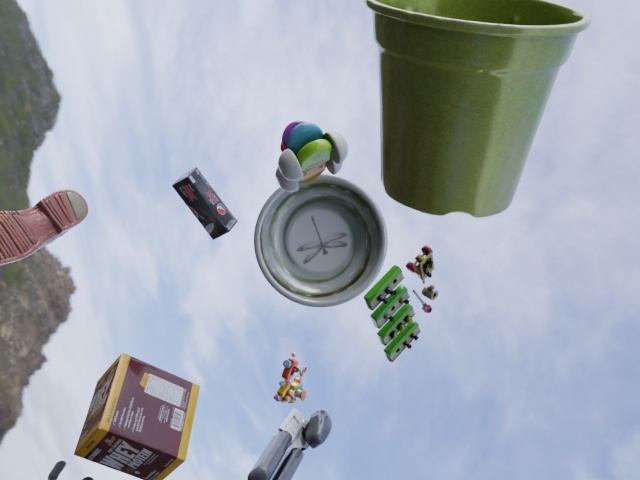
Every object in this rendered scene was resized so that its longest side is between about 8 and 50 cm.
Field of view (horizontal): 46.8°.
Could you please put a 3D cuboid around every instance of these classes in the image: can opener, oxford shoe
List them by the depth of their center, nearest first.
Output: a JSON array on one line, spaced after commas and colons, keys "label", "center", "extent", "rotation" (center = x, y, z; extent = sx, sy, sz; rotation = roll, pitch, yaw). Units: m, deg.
[{"label": "can opener", "center": [-0.048, 0.385, 1.384], "extent": [0.095, 0.283, 0.076], "rotation": [-34, -89, 16]}, {"label": "oxford shoe", "center": [-0.805, -0.006, 1.961], "extent": [0.146, 0.397, 0.141], "rotation": [-32, -92, 44]}]

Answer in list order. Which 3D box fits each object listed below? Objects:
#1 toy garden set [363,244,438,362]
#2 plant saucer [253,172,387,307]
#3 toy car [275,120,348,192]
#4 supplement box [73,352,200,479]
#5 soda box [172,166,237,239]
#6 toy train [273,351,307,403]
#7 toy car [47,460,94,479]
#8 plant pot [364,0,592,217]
[{"label": "toy garden set", "center": [0.210, 0.148, 1.708], "extent": [0.049, 0.204, 0.244], "rotation": [28, -27, 39]}, {"label": "plant saucer", "center": [0.000, 0.000, 2.239], "extent": [0.100, 0.400, 0.401], "rotation": [116, -47, -88]}, {"label": "toy car", "center": [-0.034, -0.202, 1.663], "extent": [0.136, 0.159, 0.182], "rotation": [63, -12, 9]}, {"label": "supplement box", "center": [-0.386, 0.380, 1.574], "extent": [0.129, 0.194, 0.191], "rotation": [-45, -153, 35]}, {"label": "soda box", "center": [-0.277, -0.088, 1.770], "extent": [0.060, 0.053, 0.169], "rotation": [-24, -69, 31]}, {"label": "toy train", "center": [-0.060, 0.350, 1.833], "extent": [0.046, 0.125, 0.166], "rotation": [22, -10, 22]}, {"label": "toy car", "center": [-0.586, 0.578, 1.601], "extent": [0.155, 0.188, 0.149], "rotation": [26, -33, 10]}, {"label": "plant pot", "center": [0.181, -0.176, 0.954], "extent": [0.276, 0.276, 0.254], "rotation": [34, -51, 46]}]
